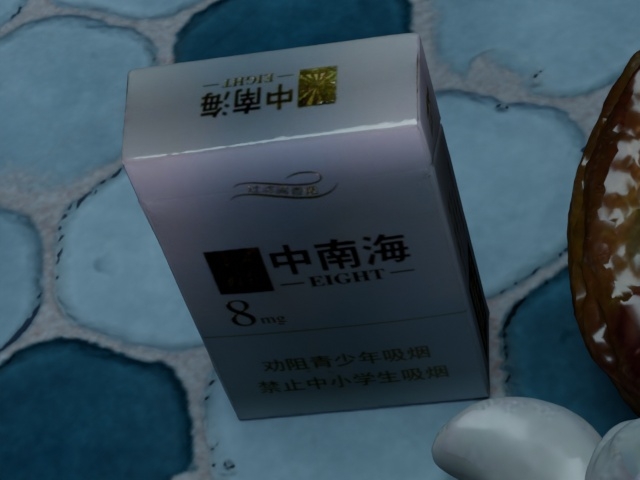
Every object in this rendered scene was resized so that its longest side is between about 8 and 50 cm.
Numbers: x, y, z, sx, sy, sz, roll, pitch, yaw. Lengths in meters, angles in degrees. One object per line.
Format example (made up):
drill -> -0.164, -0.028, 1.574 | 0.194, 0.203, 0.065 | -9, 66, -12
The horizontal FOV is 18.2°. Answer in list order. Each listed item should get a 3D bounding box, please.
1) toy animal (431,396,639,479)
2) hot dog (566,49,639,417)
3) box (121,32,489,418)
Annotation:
toy animal -> 0.139, 0.187, 0.867 | 0.183, 0.310, 0.247 | -39, 90, -5
hot dog -> 0.305, -0.048, 1.069 | 0.267, 0.174, 0.387 | 31, 65, 36
box -> 0.000, 0.000, 1.066 | 0.155, 0.243, 0.067 | -7, 51, 9
